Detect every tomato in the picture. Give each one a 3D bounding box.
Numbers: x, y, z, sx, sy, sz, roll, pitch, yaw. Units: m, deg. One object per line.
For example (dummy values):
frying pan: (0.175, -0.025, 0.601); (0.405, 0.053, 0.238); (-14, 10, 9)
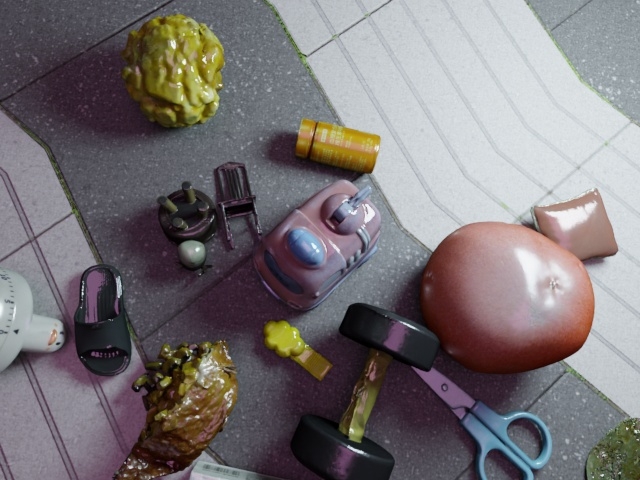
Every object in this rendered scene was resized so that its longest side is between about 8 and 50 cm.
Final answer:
tomato: (0.387, 0.111, 1.009); (0.341, 0.273, 0.342); (1, 77, -5)

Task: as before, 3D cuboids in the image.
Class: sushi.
sushi: (-0.282, 0.328, 0.965); (0.179, 0.167, 0.296); (38, 82, -19)

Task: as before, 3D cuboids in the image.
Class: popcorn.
popcorn: (-0.326, -0.381, 1.102); (0.249, 0.225, 0.250); (0, 95, -5)

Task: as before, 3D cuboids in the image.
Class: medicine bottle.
medicine bottle: (0.041, -0.224, 1.148); (0.191, 0.096, 0.097); (14, 76, -2)

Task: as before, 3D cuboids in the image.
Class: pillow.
pillow: (0.608, -0.023, 1.162); (0.179, 0.075, 0.172); (-16, 84, -6)

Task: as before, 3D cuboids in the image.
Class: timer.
timer: (-0.666, 0.167, 0.965); (0.233, 0.240, 0.234); (-9, 68, 23)

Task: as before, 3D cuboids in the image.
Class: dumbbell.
dumbbell: (0.091, 0.306, 0.965); (0.203, 0.204, 0.323); (24, 79, 1)

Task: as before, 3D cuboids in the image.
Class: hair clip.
hair clip: (-0.055, 0.239, 1.056); (0.173, 0.046, 0.072); (40, 73, 6)

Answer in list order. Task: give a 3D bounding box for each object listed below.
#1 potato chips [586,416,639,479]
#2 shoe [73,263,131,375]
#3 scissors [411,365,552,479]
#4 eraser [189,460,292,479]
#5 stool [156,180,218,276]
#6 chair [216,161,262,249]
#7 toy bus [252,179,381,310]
potato chips: (0.677, 0.486, 1.076); (0.209, 0.026, 0.143); (-17, 81, -8)
shoe: (-0.467, 0.164, 1.013); (0.107, 0.093, 0.241); (-8, 76, -8)
scissors: (0.304, 0.355, 1.070); (0.447, 0.029, 0.192); (43, 77, 8)
eraser: (-0.064, 0.536, 0.958); (0.403, 0.098, 0.097); (14, 77, -1)
stool: (-0.291, -0.029, 1.063); (0.125, 0.121, 0.217); (-5, 72, -8)
chair: (-0.190, -0.097, 1.094); (0.084, 0.101, 0.213); (-12, 79, -8)
toy bus: (0.000, 0.000, 1.021); (0.294, 0.232, 0.197); (-41, 83, -13)
